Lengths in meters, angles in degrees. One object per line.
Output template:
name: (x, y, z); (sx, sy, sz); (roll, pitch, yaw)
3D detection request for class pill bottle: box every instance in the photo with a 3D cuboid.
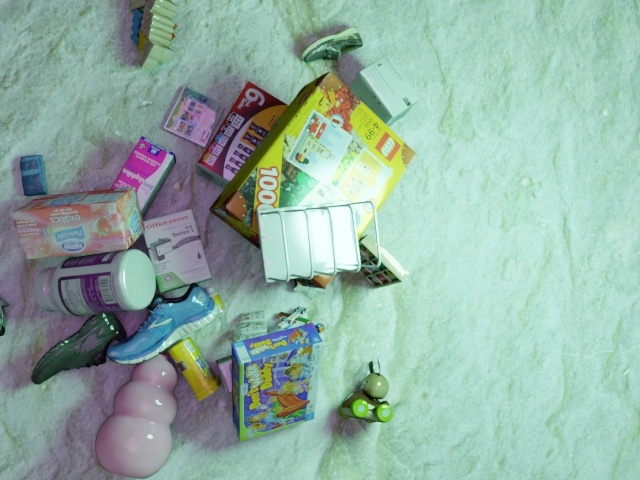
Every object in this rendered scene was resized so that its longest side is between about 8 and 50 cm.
pill bottle: (-0.322, 0.183, 1.879); (0.044, 0.043, 0.083); (-21, 87, -13)
pill bottle: (-0.628, 0.122, 1.721); (0.302, 0.169, 0.169); (-7, 83, 17)

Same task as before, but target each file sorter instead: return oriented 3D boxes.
file sorter: (0.000, 0.000, 1.620); (0.278, 0.173, 0.192); (-8, 93, -24)

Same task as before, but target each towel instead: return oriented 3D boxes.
towel: (-0.849, -0.192, 1.835); (0.067, 0.029, 0.119); (-9, 84, -12)

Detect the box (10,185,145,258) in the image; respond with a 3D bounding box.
box: (-0.665, -0.050, 1.724); (0.300, 0.154, 0.142); (-6, 111, 6)

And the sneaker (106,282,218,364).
sneaker: (-0.466, 0.230, 1.775); (0.330, 0.130, 0.147); (-32, 106, -16)

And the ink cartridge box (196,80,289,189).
ink cartridge box: (-0.189, -0.282, 1.928); (0.272, 0.130, 0.309); (30, 77, -7)

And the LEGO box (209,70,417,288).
LEGO box: (-0.017, -0.169, 1.815); (0.372, 0.193, 0.500); (39, 74, -18)

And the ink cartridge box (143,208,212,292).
ink cartridge box: (-0.431, 0.032, 1.853); (0.160, 0.092, 0.219); (-17, 86, -13)

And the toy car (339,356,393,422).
toy car: (0.147, 0.450, 1.886); (0.149, 0.155, 0.188); (14, 70, -9)

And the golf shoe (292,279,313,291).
golf shoe: (-0.076, 0.076, 1.934); (0.086, 0.069, 0.176); (-19, 85, -7)

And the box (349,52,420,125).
box: (0.201, -0.470, 2.004); (0.119, 0.182, 0.181); (-37, 90, -13)

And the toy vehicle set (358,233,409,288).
toy vehicle set: (0.158, 0.067, 1.876); (0.166, 0.267, 0.035); (44, 76, -2)

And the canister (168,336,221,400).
canister: (-0.365, 0.368, 1.801); (0.073, 0.126, 0.169); (-33, 89, -6)

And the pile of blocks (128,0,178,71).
pile of blocks: (-0.513, -0.704, 1.950); (0.113, 0.149, 0.361); (6, 90, -53)

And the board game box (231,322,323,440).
board game box: (-0.126, 0.401, 1.740); (0.234, 0.346, 0.078); (-12, 42, -20)

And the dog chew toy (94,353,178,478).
dog chew toy: (-0.492, 0.481, 1.731); (0.207, 0.206, 0.331); (17, 72, -8)

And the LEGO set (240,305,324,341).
LEGO set: (-0.114, 0.263, 1.847); (0.245, 0.182, 0.060); (-8, 114, -5)

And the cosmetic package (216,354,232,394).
cosmetic package: (-0.182, 0.363, 1.840); (0.238, 0.127, 0.107); (-16, 88, -11)

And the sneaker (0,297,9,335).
sneaker: (-0.957, 0.251, 1.724); (0.132, 0.086, 0.228); (34, 76, -7)

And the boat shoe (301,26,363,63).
boat shoe: (0.044, -0.632, 2.049); (0.224, 0.080, 0.073); (-30, 84, -18)

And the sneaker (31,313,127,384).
sneaker: (-0.681, 0.321, 1.761); (0.286, 0.109, 0.130); (-39, 97, -12)

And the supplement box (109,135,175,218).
supplement box: (-0.534, -0.181, 1.855); (0.111, 0.114, 0.219); (28, 80, -7)

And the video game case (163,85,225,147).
video game case: (-0.396, -0.389, 1.959); (0.143, 0.019, 0.157); (24, 79, -7)
